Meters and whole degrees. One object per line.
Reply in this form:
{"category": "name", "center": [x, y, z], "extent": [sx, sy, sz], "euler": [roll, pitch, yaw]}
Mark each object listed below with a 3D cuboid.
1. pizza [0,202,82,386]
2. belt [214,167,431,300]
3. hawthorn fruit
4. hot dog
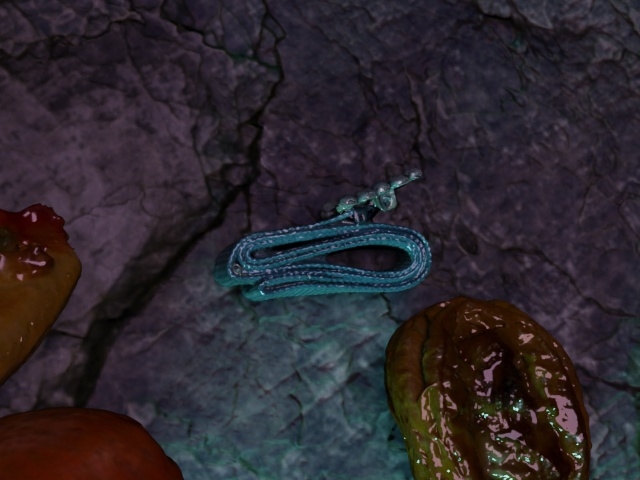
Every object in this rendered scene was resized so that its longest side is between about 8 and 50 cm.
{"category": "pizza", "center": [-0.414, 0.000, 1.275], "extent": [0.406, 0.130, 0.440], "euler": [45, 47, 10]}
{"category": "belt", "center": [0.001, 0.000, 1.493], "extent": [0.179, 0.065, 0.100], "euler": [-6, 87, -21]}
{"category": "hawthorn fruit", "center": [-0.190, 0.210, 1.298], "extent": [0.210, 0.210, 0.262], "euler": [45, 48, -2]}
{"category": "hot dog", "center": [0.134, 0.155, 1.475], "extent": [0.160, 0.099, 0.227], "euler": [-16, 83, -22]}
